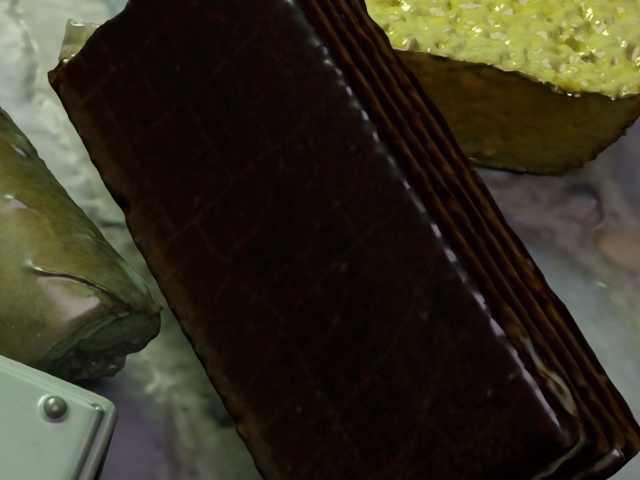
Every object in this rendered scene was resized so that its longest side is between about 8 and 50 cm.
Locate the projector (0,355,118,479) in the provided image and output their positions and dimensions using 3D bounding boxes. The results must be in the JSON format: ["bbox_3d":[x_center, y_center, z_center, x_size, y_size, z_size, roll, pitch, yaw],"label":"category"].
[{"bbox_3d":[-0.152,0.081,0.631,0.147,0.061,0.115,20,54,-1],"label":"projector"}]

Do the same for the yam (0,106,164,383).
[{"bbox_3d":[-0.173,-0.069,0.724,0.067,0.071,0.317,-42,71,2],"label":"yam"}]

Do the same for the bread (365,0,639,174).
[{"bbox_3d":[0.048,-0.090,0.809,0.187,0.065,0.103,11,55,-11],"label":"bread"}]

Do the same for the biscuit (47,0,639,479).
[{"bbox_3d":[0.000,0.000,0.693,0.070,0.106,0.252,14,40,-58],"label":"biscuit"}]
